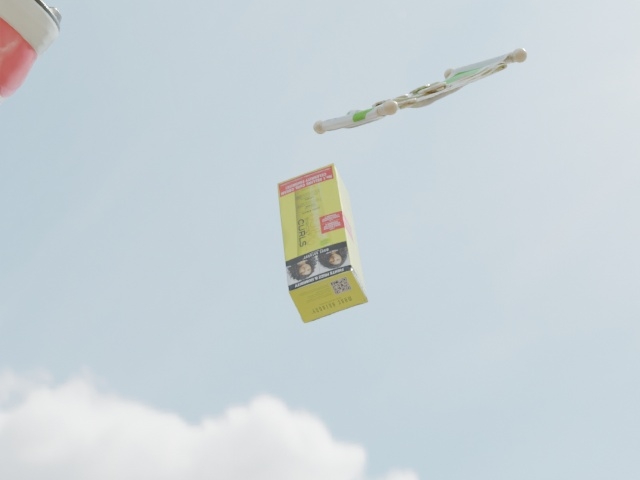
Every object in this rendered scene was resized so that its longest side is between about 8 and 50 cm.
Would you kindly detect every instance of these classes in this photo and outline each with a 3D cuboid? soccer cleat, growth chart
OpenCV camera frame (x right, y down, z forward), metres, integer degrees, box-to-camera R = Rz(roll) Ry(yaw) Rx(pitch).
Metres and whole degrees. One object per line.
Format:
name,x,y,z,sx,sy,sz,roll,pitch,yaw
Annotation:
soccer cleat,-0.278,-0.124,1.069,0.108,0.318,0.116,41,-105,-21
growth chart,0.105,-0.157,1.622,0.237,0.021,0.172,-25,9,-36

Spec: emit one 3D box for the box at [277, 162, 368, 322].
box,0.000,0.000,1.889,0.087,0.232,0.058,-19,-55,9
